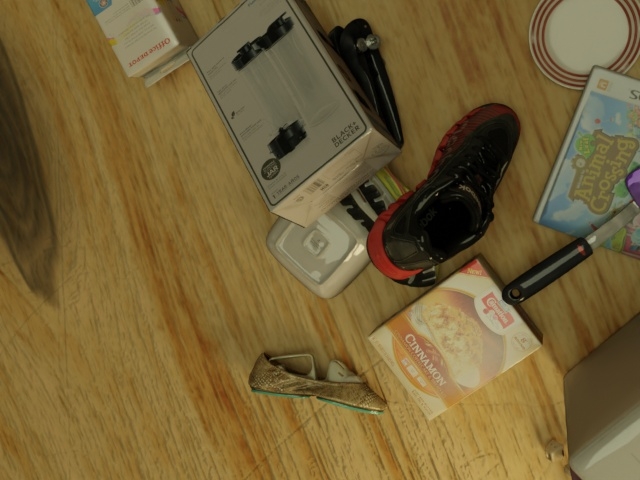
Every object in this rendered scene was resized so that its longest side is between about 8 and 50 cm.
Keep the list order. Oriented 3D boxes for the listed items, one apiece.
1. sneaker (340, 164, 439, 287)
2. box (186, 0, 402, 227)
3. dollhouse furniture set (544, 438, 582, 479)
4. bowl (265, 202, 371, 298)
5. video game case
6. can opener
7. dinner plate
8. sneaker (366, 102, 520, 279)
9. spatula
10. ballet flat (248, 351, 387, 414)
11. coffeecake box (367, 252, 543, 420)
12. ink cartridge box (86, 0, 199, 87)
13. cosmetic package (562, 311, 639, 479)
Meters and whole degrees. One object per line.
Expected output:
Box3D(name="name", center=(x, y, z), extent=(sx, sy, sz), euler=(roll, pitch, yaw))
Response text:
Box3D(name="sneaker", center=(0.106, -0.030, 1.121), extent=(0.081, 0.094, 0.208), euler=(-15, 117, 36))
Box3D(name="box", center=(-0.040, -0.183, 1.074), extent=(0.169, 0.087, 0.290), euler=(-39, 62, 17))
Box3D(name="dollhouse furniture set", center=(0.371, 0.322, 1.135), extent=(0.081, 0.091, 0.114), euler=(-28, 118, -22))
Box3D(name="bowl", center=(0.000, 0.000, 1.167), extent=(0.142, 0.053, 0.142), euler=(43, 106, 7))
Box3D(name="video game case", center=(0.398, -0.089, 1.051), extent=(0.193, 0.023, 0.212), euler=(21, 106, 10))
Box3D(name="can opener", center=(0.071, -0.208, 1.123), extent=(0.059, 0.073, 0.186), euler=(-26, 95, -22))
Box3D(name="dinner plate", center=(0.336, -0.262, 1.055), extent=(0.141, 0.017, 0.141), euler=(2, 99, 16))
Box3D(name="sneaker", center=(0.175, -0.065, 1.021), extent=(0.097, 0.135, 0.276), euler=(45, 72, -15))
Box3D(name="spatula", center=(0.351, -0.010, 1.039), extent=(0.296, 0.030, 0.084), euler=(-36, 90, 7))
Box3D(name="ballet flat", center=(-0.003, 0.198, 1.190), extent=(0.206, 0.073, 0.067), euler=(8, 86, 10))
Box3D(name="coffeecake box", center=(0.182, 0.129, 1.127), extent=(0.185, 0.068, 0.142), euler=(-38, 86, 16))
Box3D(name="ink cartridge box", center=(-0.240, -0.295, 1.169), extent=(0.092, 0.090, 0.143), euler=(-28, 91, 17))
Box3D(name="cosmetic package", center=(0.522, 0.189, 0.908), extent=(0.393, 0.327, 0.329), euler=(-44, 85, 16))
